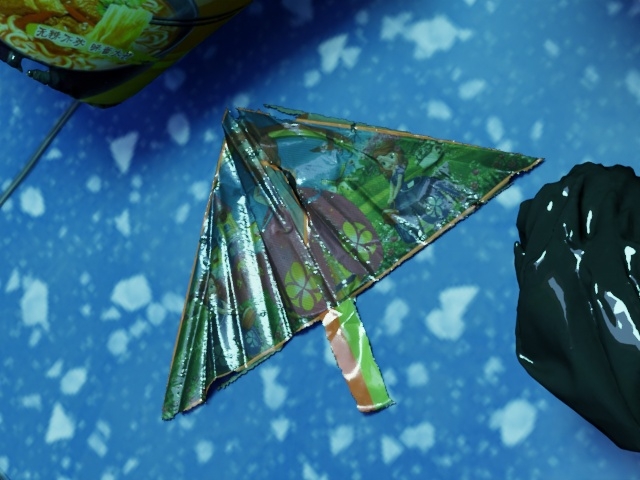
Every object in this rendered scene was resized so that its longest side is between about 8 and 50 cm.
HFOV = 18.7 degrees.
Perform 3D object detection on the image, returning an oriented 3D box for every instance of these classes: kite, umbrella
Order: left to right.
[{"bbox_3d":[0.000,0.000,0.971,0.241,0.014,0.183,-30,68,19],"label":"kite"},{"bbox_3d":[0.192,0.108,0.801,0.118,0.118,0.340,-39,69,16],"label":"umbrella"}]

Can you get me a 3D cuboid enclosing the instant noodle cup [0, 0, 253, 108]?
[{"bbox_3d":[-0.098,-0.189,0.954,0.182,0.230,0.230,-43,63,24],"label":"instant noodle cup"}]
